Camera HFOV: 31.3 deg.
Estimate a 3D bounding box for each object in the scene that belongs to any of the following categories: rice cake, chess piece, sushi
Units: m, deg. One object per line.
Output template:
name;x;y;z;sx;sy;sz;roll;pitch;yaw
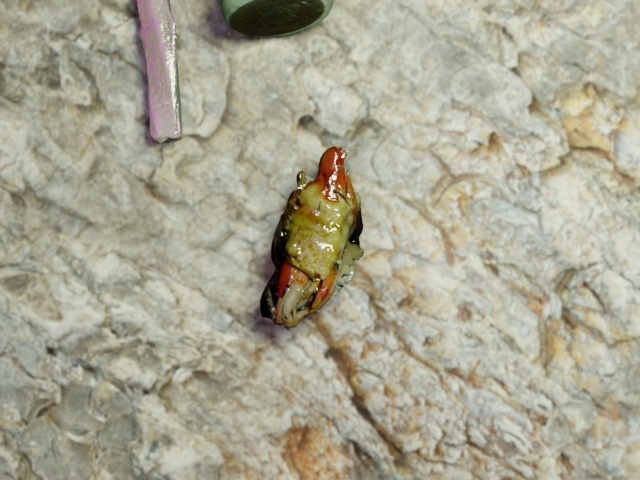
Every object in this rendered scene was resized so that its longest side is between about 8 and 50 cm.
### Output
rice cake;-0.198;-0.222;1.404;0.047;0.036;0.206;-5;89;-5
chess piece;-0.073;-0.391;1.363;0.139;0.139;0.271;-13;78;5
sushi;0.003;0.001;1.359;0.097;0.103;0.226;18;94;32
